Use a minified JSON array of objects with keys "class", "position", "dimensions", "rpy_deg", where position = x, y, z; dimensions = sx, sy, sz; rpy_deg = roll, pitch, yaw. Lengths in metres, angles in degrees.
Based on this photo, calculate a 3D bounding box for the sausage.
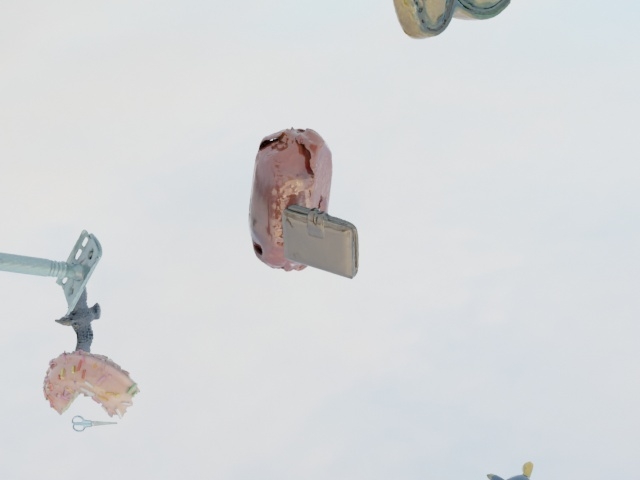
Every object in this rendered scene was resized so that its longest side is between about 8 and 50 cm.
[{"class":"sausage","position":[-0.056,-0.077,2.337],"dimensions":[0.152,0.279,0.152],"rpy_deg":[5,-159,-2]}]

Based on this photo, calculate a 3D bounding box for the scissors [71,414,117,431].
[{"class":"scissors","position":[-0.411,0.333,2.267],"dimensions":[0.083,0.036,0.006],"rpy_deg":[-2,-152,-1]}]

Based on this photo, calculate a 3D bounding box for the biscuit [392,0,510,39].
[{"class":"biscuit","position":[0.190,-0.452,1.930],"dimensions":[0.344,0.287,0.057],"rpy_deg":[30,167,-38]}]

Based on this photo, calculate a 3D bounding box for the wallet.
[{"class":"wallet","position":[0.000,0.000,2.224],"dimensions":[0.153,0.118,0.039],"rpy_deg":[19,-144,31]}]

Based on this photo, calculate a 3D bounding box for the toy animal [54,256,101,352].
[{"class":"toy animal","position":[-0.435,0.137,2.236],"dimensions":[0.062,0.220,0.108],"rpy_deg":[-1,-176,4]}]

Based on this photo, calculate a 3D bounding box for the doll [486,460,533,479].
[{"class":"doll","position":[0.312,0.454,2.168],"dimensions":[0.179,0.102,0.089],"rpy_deg":[-20,161,-30]}]

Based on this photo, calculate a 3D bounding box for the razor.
[{"class":"razor","position":[-0.414,0.032,1.647],"dimensions":[0.232,0.106,0.068],"rpy_deg":[8,-143,-36]}]

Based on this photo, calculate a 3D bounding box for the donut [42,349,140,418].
[{"class":"donut","position":[-0.368,0.220,1.917],"dimensions":[0.166,0.117,0.065],"rpy_deg":[-12,-143,32]}]
